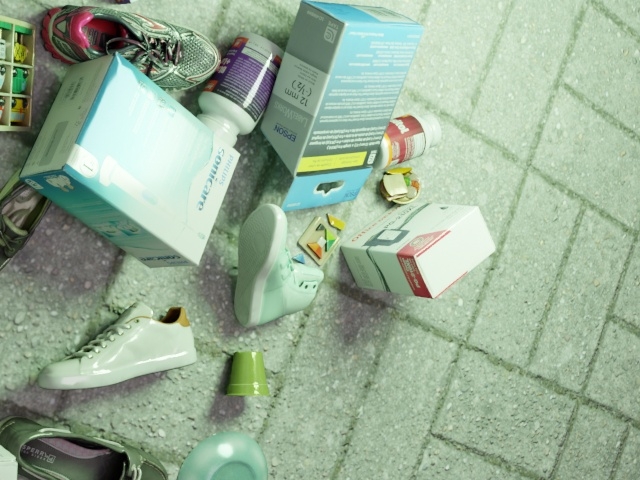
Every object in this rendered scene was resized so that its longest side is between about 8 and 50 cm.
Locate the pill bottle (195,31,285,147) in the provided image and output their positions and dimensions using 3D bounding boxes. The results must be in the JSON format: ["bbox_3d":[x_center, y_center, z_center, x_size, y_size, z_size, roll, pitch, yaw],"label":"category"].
[{"bbox_3d":[-0.141,-0.249,1.963,0.108,0.108,0.194,39,74,-32],"label":"pill bottle"}]

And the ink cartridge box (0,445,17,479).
[{"bbox_3d":[-0.531,0.421,1.746,0.092,0.158,0.218,3,94,-35],"label":"ink cartridge box"}]

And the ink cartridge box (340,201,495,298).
[{"bbox_3d":[0.177,0.014,2.144,0.172,0.237,0.100,-36,112,-26],"label":"ink cartridge box"}]

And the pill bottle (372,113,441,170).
[{"bbox_3d":[0.152,-0.192,2.190,0.152,0.086,0.086,-20,108,-32],"label":"pill bottle"}]

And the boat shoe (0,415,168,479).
[{"bbox_3d":[-0.379,0.376,1.885,0.335,0.095,0.112,27,80,-34],"label":"boat shoe"}]

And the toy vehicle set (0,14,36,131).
[{"bbox_3d":[-0.477,-0.242,1.658,0.035,0.267,0.166,4,96,6],"label":"toy vehicle set"}]

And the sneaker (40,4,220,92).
[{"bbox_3d":[-0.291,-0.304,1.848,0.299,0.112,0.121,3,94,-36],"label":"sneaker"}]

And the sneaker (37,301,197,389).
[{"bbox_3d":[-0.339,0.170,1.893,0.290,0.105,0.123,-11,96,-43],"label":"sneaker"}]

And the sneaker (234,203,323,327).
[{"bbox_3d":[-0.063,0.032,2.026,0.151,0.094,0.256,-13,134,-31],"label":"sneaker"}]

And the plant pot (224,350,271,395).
[{"bbox_3d":[-0.129,0.238,2.060,0.083,0.083,0.079,6,82,-35],"label":"plant pot"}]

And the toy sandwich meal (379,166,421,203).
[{"bbox_3d":[0.155,-0.109,2.218,0.085,0.029,0.086,3,68,-8],"label":"toy sandwich meal"}]

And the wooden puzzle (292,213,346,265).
[{"bbox_3d":[0.000,0.000,2.152,0.078,0.014,0.116,38,75,-32],"label":"wooden puzzle"}]

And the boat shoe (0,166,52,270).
[{"bbox_3d":[-0.483,-0.022,1.773,0.080,0.073,0.224,41,71,-29],"label":"boat shoe"}]

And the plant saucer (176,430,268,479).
[{"bbox_3d":[-0.168,0.444,2.080,0.194,0.037,0.195,-6,100,-34],"label":"plant saucer"}]

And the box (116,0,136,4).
[{"bbox_3d":[-0.237,-0.533,1.888,0.293,0.057,0.201,-30,113,-28],"label":"box"}]

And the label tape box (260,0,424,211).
[{"bbox_3d":[0.022,-0.235,2.017,0.249,0.115,0.348,-12,129,-53],"label":"label tape box"}]

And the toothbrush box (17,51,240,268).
[{"bbox_3d":[-0.293,-0.118,1.817,0.295,0.126,0.216,37,60,-39],"label":"toothbrush box"}]
